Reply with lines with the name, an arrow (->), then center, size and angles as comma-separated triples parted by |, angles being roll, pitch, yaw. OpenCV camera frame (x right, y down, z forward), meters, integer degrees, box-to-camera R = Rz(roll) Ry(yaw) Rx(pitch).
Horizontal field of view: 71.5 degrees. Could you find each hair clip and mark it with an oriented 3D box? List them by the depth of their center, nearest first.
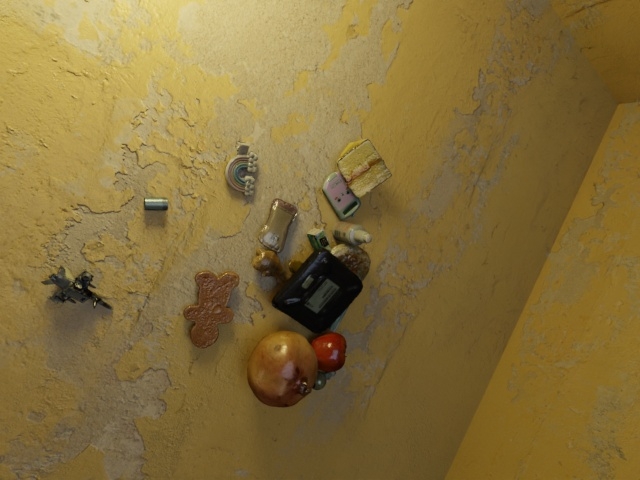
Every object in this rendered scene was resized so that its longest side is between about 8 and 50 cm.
hair clip -> -0.332, -0.298, 1.852 | 0.140, 0.054, 0.220 | 2, 102, -36

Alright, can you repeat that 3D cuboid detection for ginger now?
ginger -> -0.202, 0.153, 1.990 | 0.131, 0.086, 0.294 | -52, 126, -37

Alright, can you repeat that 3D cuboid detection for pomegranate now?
pomegranate -> -0.156, 0.574, 1.954 | 0.338, 0.338, 0.338 | -6, 102, -28

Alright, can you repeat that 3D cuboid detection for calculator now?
calculator -> 0.101, -0.210, 2.111 | 0.141, 0.045, 0.246 | -40, 117, -17

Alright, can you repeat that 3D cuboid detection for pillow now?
pillow -> -0.187, -0.069, 1.961 | 0.130, 0.038, 0.233 | 28, 73, -25

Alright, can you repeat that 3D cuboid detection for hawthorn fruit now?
hawthorn fruit -> 0.016, 0.535, 2.140 | 0.225, 0.196, 0.197 | 1, 100, 0

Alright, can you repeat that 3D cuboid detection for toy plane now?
toy plane -> -0.865, 0.195, 1.618 | 0.192, 0.088, 0.262 | -35, 121, 11

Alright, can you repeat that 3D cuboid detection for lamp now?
lamp -> 0.014, 0.681, 2.216 | 0.163, 0.091, 0.091 | -13, 106, -43

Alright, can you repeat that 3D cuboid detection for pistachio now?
pistachio -> -0.089, 0.153, 2.069 | 0.173, 0.049, 0.089 | 31, 61, -28

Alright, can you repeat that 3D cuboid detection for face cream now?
face cream -> 0.156, -0.028, 2.055 | 0.101, 0.251, 0.101 | -6, 102, -29

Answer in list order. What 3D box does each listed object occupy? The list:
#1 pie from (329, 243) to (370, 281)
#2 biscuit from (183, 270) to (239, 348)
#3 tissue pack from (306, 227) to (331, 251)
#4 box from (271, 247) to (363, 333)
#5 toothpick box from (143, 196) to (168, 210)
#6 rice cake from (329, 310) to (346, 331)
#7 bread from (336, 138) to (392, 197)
pie -> 0.117, 0.133, 2.144 | 0.274, 0.055, 0.274 | -11, 119, -20
biscuit -> -0.471, 0.289, 1.882 | 0.216, 0.047, 0.340 | 7, 98, -28
tissue pack -> 0.001, 0.000, 2.071 | 0.079, 0.085, 0.111 | -32, 112, -22
box -> -0.006, 0.241, 2.051 | 0.359, 0.091, 0.350 | -48, 128, 2
toothpick box -> -0.631, -0.141, 1.706 | 0.083, 0.052, 0.052 | -2, 100, -28
rice cake -> 0.108, 0.352, 2.207 | 0.042, 0.080, 0.222 | 29, 83, 6
bread -> 0.198, -0.324, 2.068 | 0.240, 0.135, 0.178 | 51, 55, -28
